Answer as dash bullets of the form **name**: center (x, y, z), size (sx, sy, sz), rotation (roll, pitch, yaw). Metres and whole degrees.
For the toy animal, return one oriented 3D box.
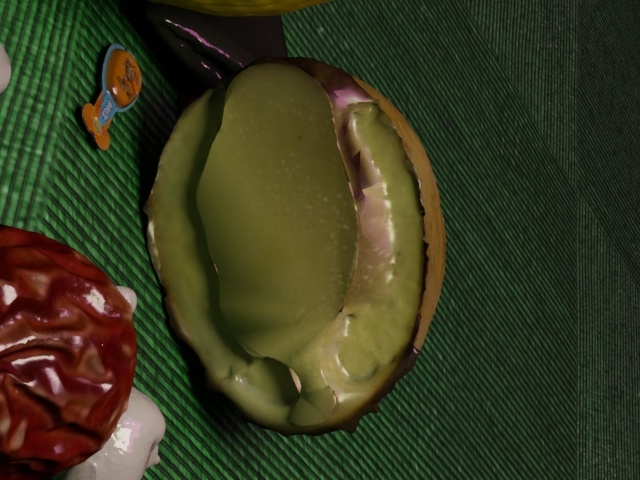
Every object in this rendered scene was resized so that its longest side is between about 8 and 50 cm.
- **toy animal**: center (-0.161, 0.133, 1.245), size (0.127, 0.131, 0.181), rotation (4, 62, -31)

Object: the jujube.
- **jujube**: center (-0.209, 0.063, 1.084), size (0.230, 0.155, 0.155), rotation (6, 71, -55)

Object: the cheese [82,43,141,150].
- **cheese**: center (-0.156, -0.110, 1.450), size (0.047, 0.017, 0.111), rotation (58, 30, -28)

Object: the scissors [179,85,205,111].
- **scissors**: center (-0.049, -0.040, 1.649), size (0.247, 0.017, 0.144), rotation (67, 26, -21)

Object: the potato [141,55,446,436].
- **potato**: center (0.000, 0.000, 1.510), size (0.242, 0.242, 0.285), rotation (-20, 91, -66)

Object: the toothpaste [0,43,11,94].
- **toothpaste**: center (-0.264, -0.090, 1.181), size (0.071, 0.045, 0.193), rotation (64, 31, -6)

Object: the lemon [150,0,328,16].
- **lemon**: center (-0.056, -0.329, 1.410), size (0.387, 0.350, 0.350), rotation (-71, 144, -80)

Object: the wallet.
- **wallet**: center (-0.091, -0.219, 1.605), size (0.168, 0.052, 0.245), rotation (39, 33, -38)
